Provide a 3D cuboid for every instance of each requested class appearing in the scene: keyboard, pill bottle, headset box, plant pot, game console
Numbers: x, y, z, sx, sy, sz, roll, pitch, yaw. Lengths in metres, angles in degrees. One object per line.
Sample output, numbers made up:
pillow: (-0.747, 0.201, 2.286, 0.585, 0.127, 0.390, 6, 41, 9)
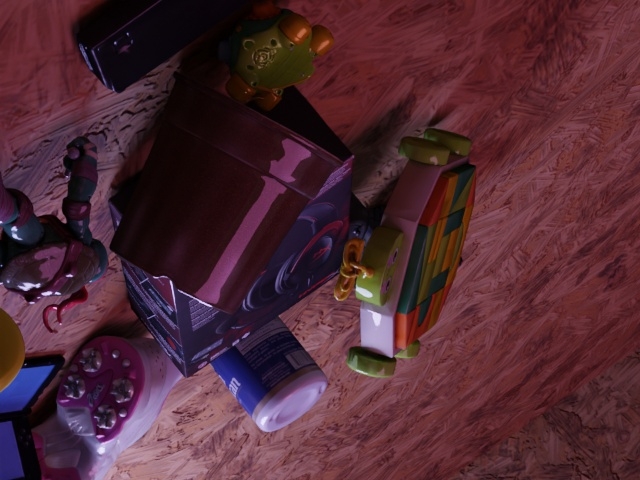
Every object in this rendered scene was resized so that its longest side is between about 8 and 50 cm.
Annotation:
keyboard: (-0.061, -0.243, 1.401, 0.317, 0.033, 0.201, -38, 167, -9)
pill bottle: (-0.077, 0.121, 1.956, 0.094, 0.169, 0.094, -34, 159, -15)
headset box: (-0.085, -0.011, 1.741, 0.218, 0.110, 0.293, -34, 160, -16)
plant pot: (-0.092, -0.036, 1.525, 0.165, 0.167, 0.167, -61, 159, 1)
game console: (-0.320, 0.192, 1.807, 0.085, 0.124, 0.144, -20, 171, 28)

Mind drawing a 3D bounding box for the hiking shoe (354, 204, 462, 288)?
hiking shoe: (0.088, 0.018, 2.189, 0.114, 0.086, 0.227, -38, 153, 22)

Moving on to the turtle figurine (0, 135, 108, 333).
turtle figurine: (-0.242, -0.007, 1.475, 0.175, 0.118, 0.234, -45, 154, 13)

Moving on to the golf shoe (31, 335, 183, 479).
golf shoe: (-0.255, 0.222, 1.949, 0.306, 0.115, 0.140, -48, 162, 26)

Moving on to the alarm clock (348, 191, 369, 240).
alarm clock: (0.000, 0.000, 2.002, 0.129, 0.064, 0.192, -41, 164, 4)

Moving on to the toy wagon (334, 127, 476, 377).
toy wagon: (0.095, 0.018, 1.949, 0.344, 0.068, 0.267, -26, 131, -72)

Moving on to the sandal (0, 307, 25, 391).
sandal: (-0.403, 0.185, 1.587, 0.317, 0.126, 0.138, -31, 163, -20)

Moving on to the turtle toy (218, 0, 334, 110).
turtle toy: (-0.041, -0.167, 1.546, 0.095, 0.066, 0.130, -45, 160, 14)
